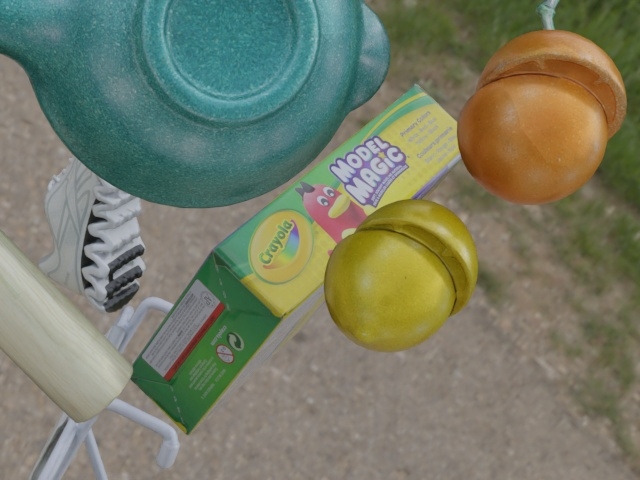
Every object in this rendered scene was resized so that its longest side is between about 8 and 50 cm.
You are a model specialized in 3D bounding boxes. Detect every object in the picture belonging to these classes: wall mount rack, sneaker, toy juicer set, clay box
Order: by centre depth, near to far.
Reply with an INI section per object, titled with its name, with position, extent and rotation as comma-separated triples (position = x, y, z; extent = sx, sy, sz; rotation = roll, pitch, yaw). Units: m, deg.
[toy juicer set]
position = -0.033, -0.044, 0.517
extent = 0.329, 0.089, 0.209
rotation = -24, 104, -14
[clay box]
position = 0.000, 0.000, 0.733
extent = 0.053, 0.127, 0.222
rotation = 43, 46, 4
[wall mount rack]
position = -0.224, 0.233, 1.377
extent = 0.130, 0.304, 0.350
rotation = 28, 26, -7
[sneaker]
position = -0.252, -0.064, 1.495
extent = 0.118, 0.292, 0.110
rotation = 22, 22, 21
